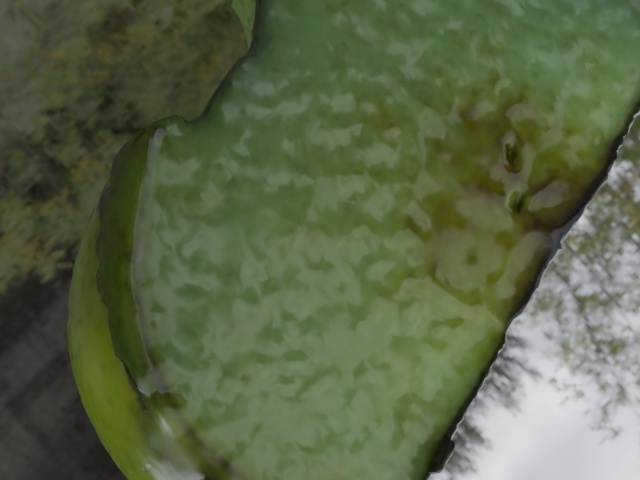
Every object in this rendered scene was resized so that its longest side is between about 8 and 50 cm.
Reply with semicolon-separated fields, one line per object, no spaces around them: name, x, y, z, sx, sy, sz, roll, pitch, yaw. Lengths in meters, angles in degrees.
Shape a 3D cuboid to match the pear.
pear;0.000;0.000;0.541;0.292;0.159;0.292;-57;180;0
